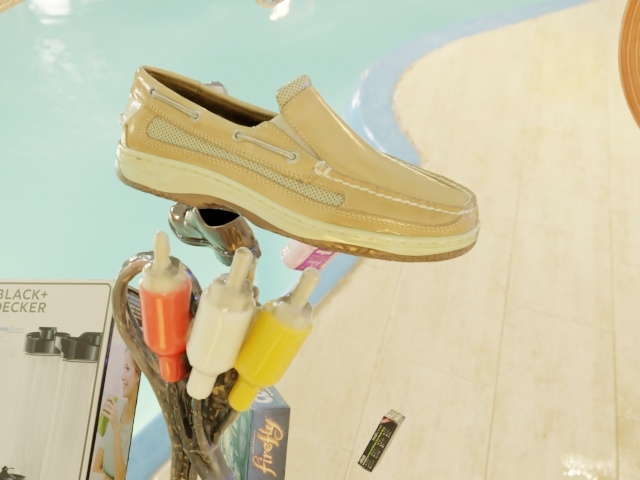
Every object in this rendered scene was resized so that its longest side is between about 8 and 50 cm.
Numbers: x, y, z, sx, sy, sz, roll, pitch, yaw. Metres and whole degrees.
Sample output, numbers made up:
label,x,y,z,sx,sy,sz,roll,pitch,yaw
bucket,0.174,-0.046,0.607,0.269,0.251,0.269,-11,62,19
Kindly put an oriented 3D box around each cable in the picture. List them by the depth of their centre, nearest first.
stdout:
label,x,y,z,sx,sy,sz,roll,pitch,yaw
cable,-0.090,0.122,0.540,0.139,0.287,0.072,15,21,8

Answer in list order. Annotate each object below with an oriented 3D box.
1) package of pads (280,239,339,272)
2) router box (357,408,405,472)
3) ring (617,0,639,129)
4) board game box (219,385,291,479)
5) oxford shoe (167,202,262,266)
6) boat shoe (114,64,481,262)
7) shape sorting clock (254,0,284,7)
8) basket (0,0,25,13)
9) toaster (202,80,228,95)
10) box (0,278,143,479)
label,x,y,z,sx,sy,sz,roll,pitch,yaw
package of pads,0.000,0.000,0.862,0.050,0.083,0.032,11,46,-39
router box,0.131,0.426,1.724,0.038,0.122,0.092,30,5,15
ring,0.487,-0.206,0.845,0.337,0.336,0.032,32,30,23
board game box,-0.093,0.222,0.916,0.042,0.165,0.243,2,9,-19
oxford shoe,-0.175,-0.037,1.273,0.083,0.096,0.227,-33,33,-30
boat shoe,-0.012,-0.044,0.392,0.190,0.072,0.068,14,20,9
shape sorting clock,0.002,-0.304,0.743,0.040,0.206,0.206,32,44,2
basket,-0.256,-0.281,0.682,0.167,0.103,0.113,-34,91,-12
toaster,-0.245,-0.218,1.560,0.227,0.129,0.146,-15,80,-50
box,-0.296,0.189,0.883,0.169,0.087,0.290,1,72,17
